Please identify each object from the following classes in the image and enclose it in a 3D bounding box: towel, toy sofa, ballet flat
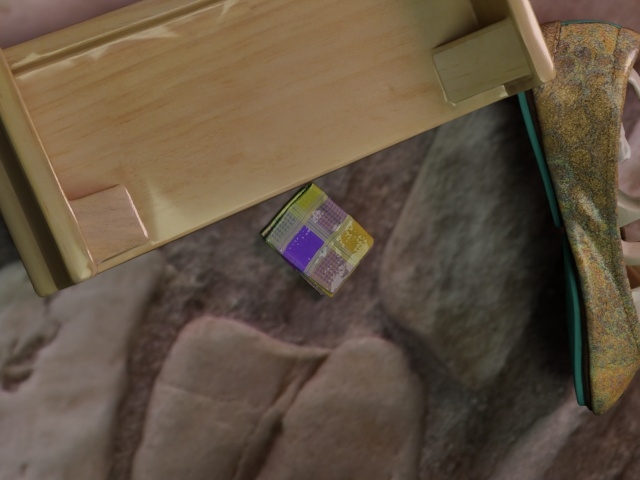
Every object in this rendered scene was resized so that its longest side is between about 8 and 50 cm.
[{"bbox_3d":[0.000,0.000,1.012,0.060,0.009,0.083,-48,123,-3],"label":"towel"},{"bbox_3d":[-0.046,-0.101,0.886,0.362,0.177,0.150,-24,94,-17],"label":"toy sofa"},{"bbox_3d":[0.235,-0.010,1.057,0.123,0.123,0.349,-24,116,-18],"label":"ballet flat"}]
